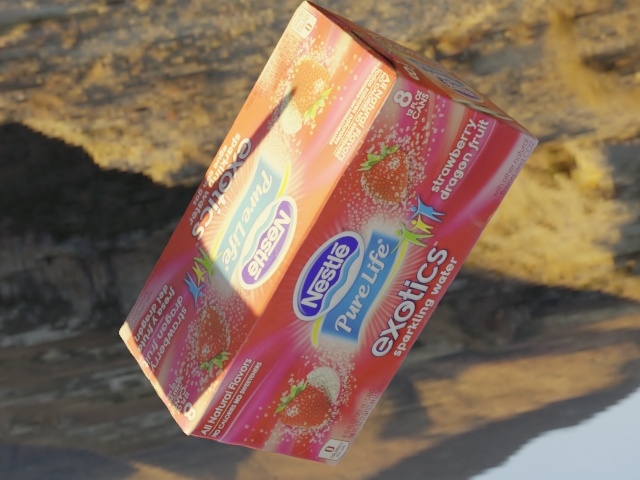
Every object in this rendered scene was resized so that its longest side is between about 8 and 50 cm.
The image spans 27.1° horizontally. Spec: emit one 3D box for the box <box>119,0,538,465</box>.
[{"bbox_3d":[0.000,0.000,0.837,0.128,0.257,0.122,19,-161,-39],"label":"box"}]
